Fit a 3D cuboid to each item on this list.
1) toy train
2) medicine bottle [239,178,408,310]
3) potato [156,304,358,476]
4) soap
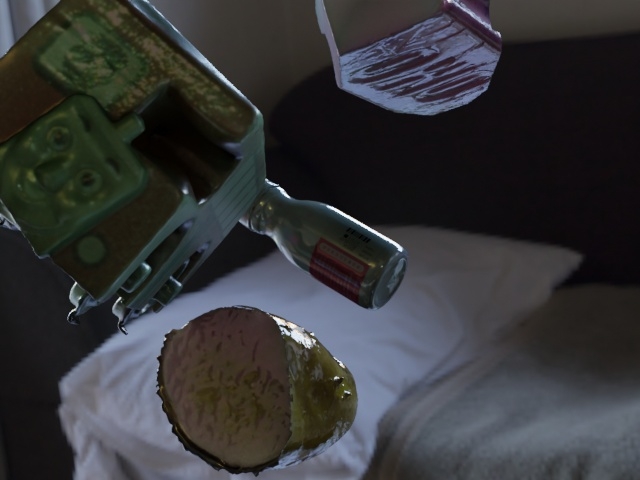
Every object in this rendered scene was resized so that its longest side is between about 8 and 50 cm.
[{"bbox_3d":[-0.116,-0.038,0.697,0.159,0.129,0.326,-47,-2,-5],"label":"toy train"},{"bbox_3d":[0.000,0.000,1.481,0.217,0.090,0.090,31,26,24],"label":"medicine bottle"},{"bbox_3d":[-0.060,0.211,1.592,0.229,0.229,0.266,-3,-12,24],"label":"potato"},{"bbox_3d":[0.111,-0.240,1.398,0.193,0.109,0.324,-17,-12,25],"label":"soap"}]
